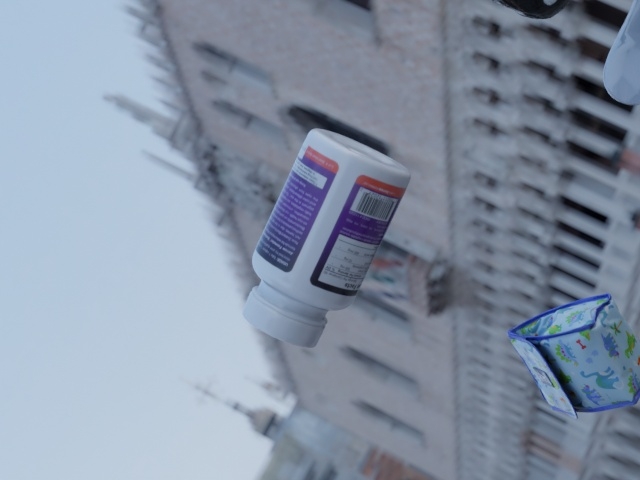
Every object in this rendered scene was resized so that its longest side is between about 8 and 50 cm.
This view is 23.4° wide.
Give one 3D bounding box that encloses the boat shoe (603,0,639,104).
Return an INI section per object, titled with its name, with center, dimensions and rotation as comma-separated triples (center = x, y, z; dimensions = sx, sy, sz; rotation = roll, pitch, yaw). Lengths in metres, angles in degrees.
[boat shoe]
center = 0.336, -0.230, 1.432
dimensions = 0.076, 0.080, 0.228
rotation = -43, -23, -56

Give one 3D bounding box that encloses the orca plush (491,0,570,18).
[orca plush]
center = 0.168, -0.331, 1.697
dimensions = 0.287, 0.151, 0.102
rotation = 52, -129, -35

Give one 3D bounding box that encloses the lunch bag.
[lunch bag]
center = 0.324, 0.151, 1.965
dimensions = 0.151, 0.129, 0.096
rotation = -17, 21, 45

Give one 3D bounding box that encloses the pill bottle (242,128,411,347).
[pill bottle]
center = 0.000, 0.000, 1.478
dimensions = 0.193, 0.108, 0.108
rotation = -65, -15, 10
